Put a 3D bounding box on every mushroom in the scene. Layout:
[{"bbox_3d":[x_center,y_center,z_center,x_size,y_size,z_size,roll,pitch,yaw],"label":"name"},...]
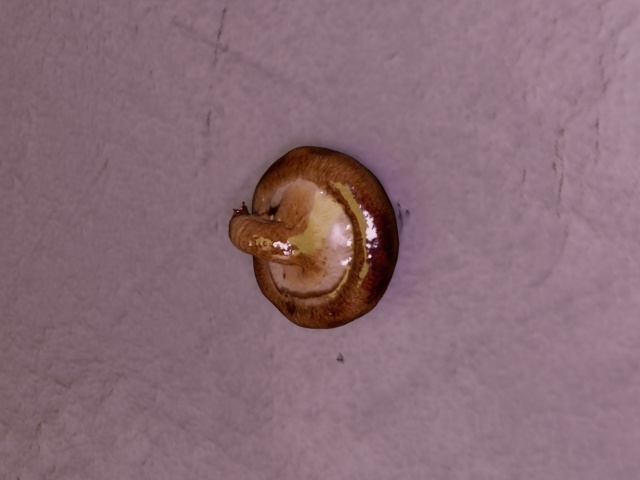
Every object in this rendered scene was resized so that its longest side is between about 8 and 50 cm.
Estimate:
[{"bbox_3d":[0.000,0.000,0.819,0.127,0.087,0.127,11,108,36],"label":"mushroom"}]
